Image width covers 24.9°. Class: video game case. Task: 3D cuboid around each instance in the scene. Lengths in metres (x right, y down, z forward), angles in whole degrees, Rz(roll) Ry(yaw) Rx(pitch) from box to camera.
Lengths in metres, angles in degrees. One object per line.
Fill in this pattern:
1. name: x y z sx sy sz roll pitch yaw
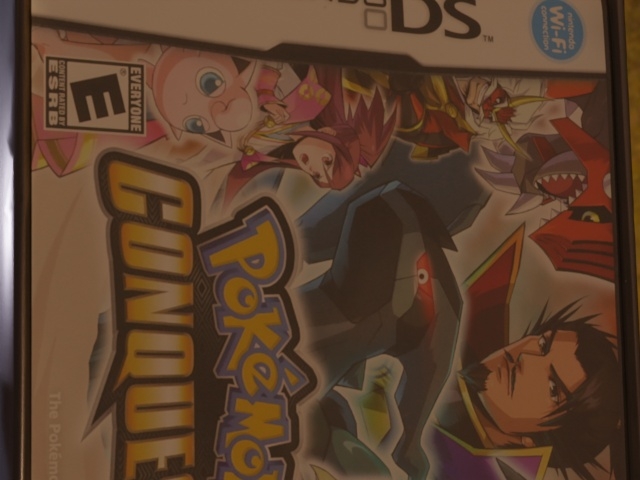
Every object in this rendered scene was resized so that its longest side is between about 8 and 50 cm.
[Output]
1. video game case: 0.008 0.030 0.524 0.035 0.248 0.275 -15 75 63
